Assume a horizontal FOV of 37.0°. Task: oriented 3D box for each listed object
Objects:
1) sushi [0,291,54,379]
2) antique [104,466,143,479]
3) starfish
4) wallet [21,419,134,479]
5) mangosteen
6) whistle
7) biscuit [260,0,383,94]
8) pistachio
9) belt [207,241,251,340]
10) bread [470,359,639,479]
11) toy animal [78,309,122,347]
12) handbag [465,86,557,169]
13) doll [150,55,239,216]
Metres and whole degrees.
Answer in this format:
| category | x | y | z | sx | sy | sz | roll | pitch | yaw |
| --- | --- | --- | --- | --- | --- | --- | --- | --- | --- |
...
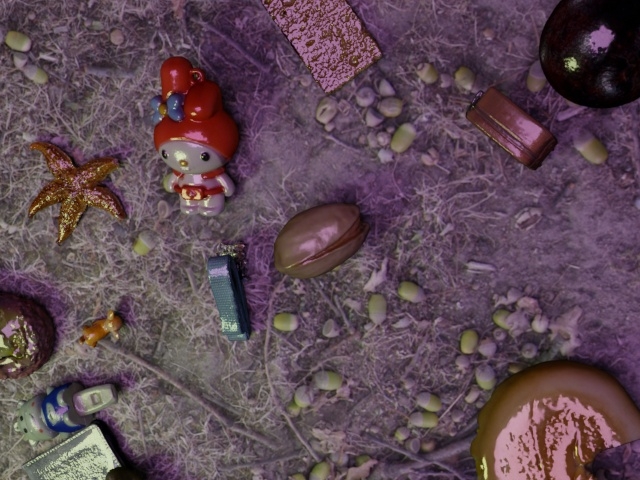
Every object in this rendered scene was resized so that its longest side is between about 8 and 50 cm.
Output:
| category | x | y | z | sx | sy | sz | roll | pitch | yaw |
| --- | --- | --- | --- | --- | --- | --- | --- | --- | --- |
| sushi | -0.636 | 0.162 | 1.912 | 0.161 | 0.107 | 0.241 | -31 | 90 | 13 |
| antique | -0.416 | 0.548 | 1.892 | 0.081 | 0.080 | 0.221 | 21 | 118 | -4 |
| starfish | -0.486 | -0.103 | 1.866 | 0.240 | 0.043 | 0.227 | 45 | 105 | 7 |
| wallet | -0.490 | 0.479 | 1.955 | 0.222 | 0.036 | 0.167 | -30 | 90 | 17 |
| mangosteen | 0.446 | -0.319 | 1.527 | 0.216 | 0.216 | 0.216 | 2 | 99 | 14 |
| whistle | -0.515 | 0.340 | 1.911 | 0.244 | 0.092 | 0.110 | -20 | 82 | 17 |
| biscuit | -0.003 | -0.389 | 1.710 | 0.131 | 0.026 | 0.237 | -35 | 88 | 15 |
| pistachio | 0.000 | 0.000 | 1.716 | 0.185 | 0.124 | 0.124 | -30 | 90 | 17 |
| belt | -0.167 | 0.102 | 1.808 | 0.065 | 0.100 | 0.179 | -4 | 112 | 14 |
| bread | 0.408 | 0.370 | 1.639 | 0.333 | 0.160 | 0.333 | -1 | 85 | 7 |
| toy animal | -0.428 | 0.174 | 1.878 | 0.083 | 0.081 | 0.060 | -22 | 90 | 36 |
| handbag | 0.314 | -0.184 | 1.574 | 0.151 | 0.193 | 0.072 | 41 | 104 | 10 |
| doll | -0.227 | -0.189 | 1.741 | 0.161 | 0.130 | 0.290 | 5 | 114 | 19 |
